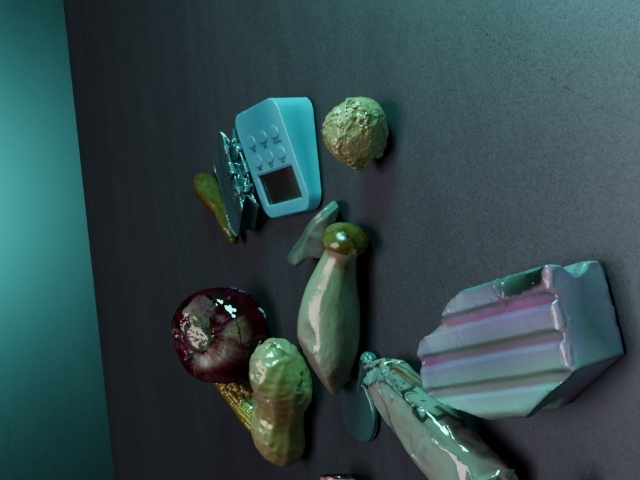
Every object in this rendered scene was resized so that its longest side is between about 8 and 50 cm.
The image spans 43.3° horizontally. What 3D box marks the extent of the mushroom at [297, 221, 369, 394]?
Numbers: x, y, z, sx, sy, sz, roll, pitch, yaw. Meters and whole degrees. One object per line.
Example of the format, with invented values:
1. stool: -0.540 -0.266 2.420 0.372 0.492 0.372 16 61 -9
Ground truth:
1. mushroom: 0.025 0.136 1.588 0.128 0.128 0.350 29 114 56

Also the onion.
1. onion: -0.244 0.229 1.997 0.252 0.219 0.252 2 98 18

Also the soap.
1. soap: 0.273 0.157 1.167 0.324 0.109 0.193 -27 70 57

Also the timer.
1. timer: -0.093 -0.177 1.787 0.232 0.091 0.250 -11 88 60

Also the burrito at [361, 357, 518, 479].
1. burrito: 0.181 0.316 1.354 0.445 0.101 0.139 47 149 48

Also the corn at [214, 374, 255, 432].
1. corn: -0.195 0.389 2.034 0.320 0.097 0.097 44 131 46

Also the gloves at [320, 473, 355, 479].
1. gloves: 0.048 0.593 1.611 0.145 0.126 0.241 -21 68 54

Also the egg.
1. egg: 0.064 -0.198 1.478 0.118 0.116 0.140 35 133 20

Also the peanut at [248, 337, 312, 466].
1. peanut: -0.092 0.369 1.812 0.149 0.149 0.313 36 126 53

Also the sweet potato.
1. sweet potato: -0.270 -0.094 2.125 0.273 0.075 0.075 54 137 38

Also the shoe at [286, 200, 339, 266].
1. shoe: 0.000 0.000 1.680 0.078 0.079 0.195 42 131 3

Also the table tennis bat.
1. table tennis bat: 0.081 0.309 1.600 0.124 0.033 0.201 42 131 48

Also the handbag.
1. handbag: -0.205 -0.140 1.965 0.179 0.062 0.229 108 147 -62
